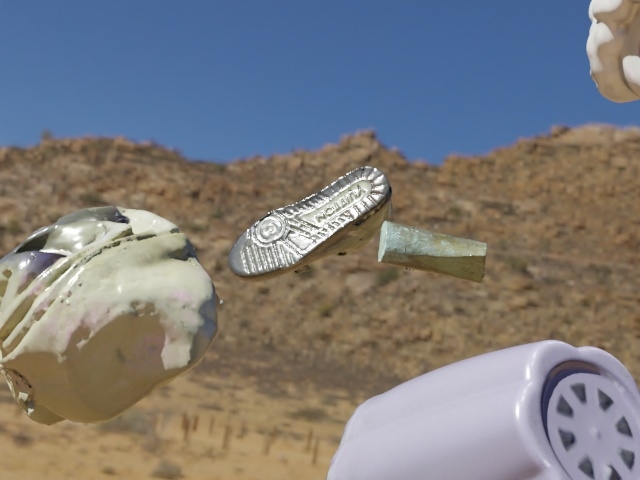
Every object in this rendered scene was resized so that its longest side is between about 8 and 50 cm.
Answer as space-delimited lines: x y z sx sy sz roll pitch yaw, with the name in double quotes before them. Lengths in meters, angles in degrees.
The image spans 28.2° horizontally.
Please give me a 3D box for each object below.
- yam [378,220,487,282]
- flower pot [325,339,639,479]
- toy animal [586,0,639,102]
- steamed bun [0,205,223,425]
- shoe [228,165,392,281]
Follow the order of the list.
"yam" 0.171 0.020 1.948 0.169 0.068 0.068 13 -8 4
"flower pot" 0.177 0.214 1.185 0.265 0.265 0.243 14 -38 -30
"toy animal" 0.303 -0.198 0.968 0.208 0.204 0.156 -2 -46 18
"steamed bun" -0.274 0.072 1.467 0.320 0.275 0.206 -21 -65 37
"shoe" -0.001 -0.002 2.093 0.293 0.109 0.149 -31 -29 3
